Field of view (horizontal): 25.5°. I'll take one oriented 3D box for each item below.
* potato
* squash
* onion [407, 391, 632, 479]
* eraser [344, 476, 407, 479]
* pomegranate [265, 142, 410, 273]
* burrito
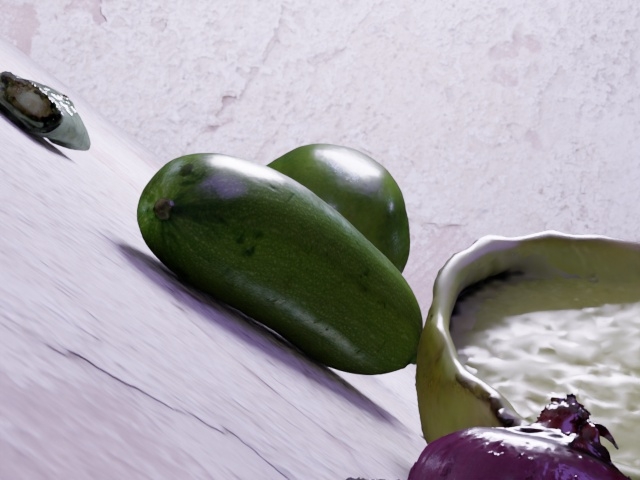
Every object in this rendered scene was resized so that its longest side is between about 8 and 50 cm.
[{"bbox_3d":[0.199,0.142,0.975,0.280,0.212,0.330,14,32,14],"label":"potato"},{"bbox_3d":[-0.016,0.023,1.074,0.107,0.107,0.395,38,2,36],"label":"squash"},{"bbox_3d":[0.094,0.114,0.601,0.115,0.104,0.115,21,-20,8],"label":"onion"},{"bbox_3d":[0.102,0.163,0.443,0.230,0.038,0.157,38,1,21],"label":"eraser"},{"bbox_3d":[-0.002,0.000,1.449,0.187,0.187,0.225,38,25,-9],"label":"pomegranate"},{"bbox_3d":[-0.235,-0.109,1.212,0.074,0.044,0.118,34,3,12],"label":"burrito"}]
